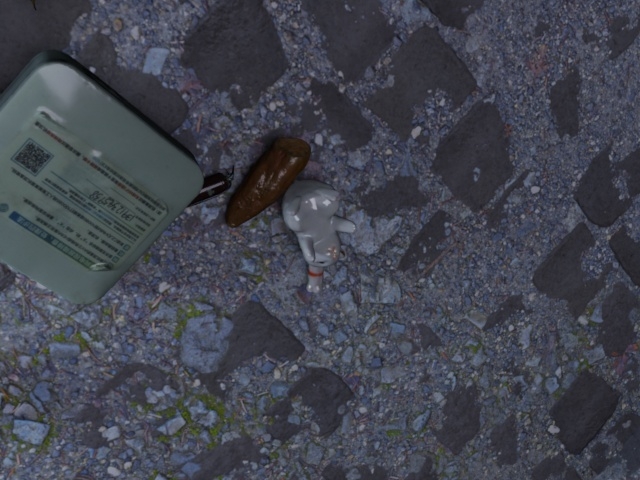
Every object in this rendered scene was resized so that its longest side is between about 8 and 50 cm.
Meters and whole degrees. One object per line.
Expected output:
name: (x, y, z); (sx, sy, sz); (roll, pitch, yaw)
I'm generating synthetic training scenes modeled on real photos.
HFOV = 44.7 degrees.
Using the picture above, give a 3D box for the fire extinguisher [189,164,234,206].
fire extinguisher: (-0.253, -0.109, 1.672); (0.158, 0.043, 0.064); (-23, 131, -15)

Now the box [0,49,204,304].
box: (-0.484, -0.106, 1.505); (0.396, 0.111, 0.396); (-46, 122, 7)

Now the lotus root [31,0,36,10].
lotus root: (-0.563, -0.534, 1.336); (0.154, 0.154, 0.278); (-46, 120, -4)

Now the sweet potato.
sweet potato: (-0.123, -0.127, 1.696); (0.251, 0.097, 0.097); (-45, 119, 9)

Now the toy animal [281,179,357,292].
toy animal: (0.004, -0.002, 1.765); (0.141, 0.138, 0.282); (-29, 117, -17)
